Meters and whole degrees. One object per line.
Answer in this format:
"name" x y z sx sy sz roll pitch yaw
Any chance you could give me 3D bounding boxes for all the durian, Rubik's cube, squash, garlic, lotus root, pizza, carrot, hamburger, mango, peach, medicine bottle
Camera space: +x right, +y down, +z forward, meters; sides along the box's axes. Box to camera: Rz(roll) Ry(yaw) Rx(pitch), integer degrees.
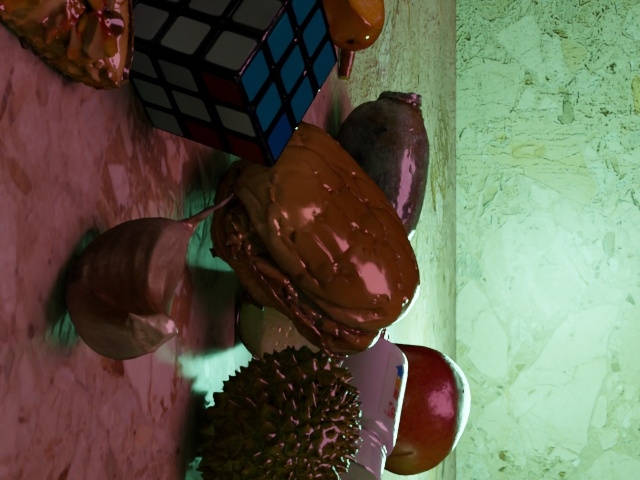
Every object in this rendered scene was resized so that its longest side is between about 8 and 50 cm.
"durian" -0.047 0.234 1.398 0.237 0.200 0.176 -66 161 -46
"Rubik's cube" -0.096 -0.200 1.188 0.160 0.163 0.162 -60 157 -22
"squash" -0.019 0.110 1.644 0.287 0.137 0.137 6 86 -77
"garlic" -0.164 0.030 1.080 0.090 0.129 0.198 64 30 -28
"lotus root" 0.099 -0.095 1.981 0.175 0.175 0.349 36 59 -72
"pizza" -0.222 -0.281 0.960 0.288 0.074 0.251 42 49 -73
"carrot" 0.048 -0.334 2.035 0.032 0.032 0.093 30 65 -73
"hamburger" 0.000 0.000 1.437 0.319 0.158 0.318 40 28 -26
"mango" 0.051 -0.400 1.914 0.141 0.102 0.217 54 30 -28
"peach" 0.176 0.319 2.286 0.248 0.245 0.274 -115 180 -53
"medicine bottle" 0.056 0.290 1.882 0.152 0.152 0.254 76 22 -45

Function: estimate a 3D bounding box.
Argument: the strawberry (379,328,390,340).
"strawberry" 0.078 0.197 2.124 0.187 0.082 0.146 -61 143 -51
